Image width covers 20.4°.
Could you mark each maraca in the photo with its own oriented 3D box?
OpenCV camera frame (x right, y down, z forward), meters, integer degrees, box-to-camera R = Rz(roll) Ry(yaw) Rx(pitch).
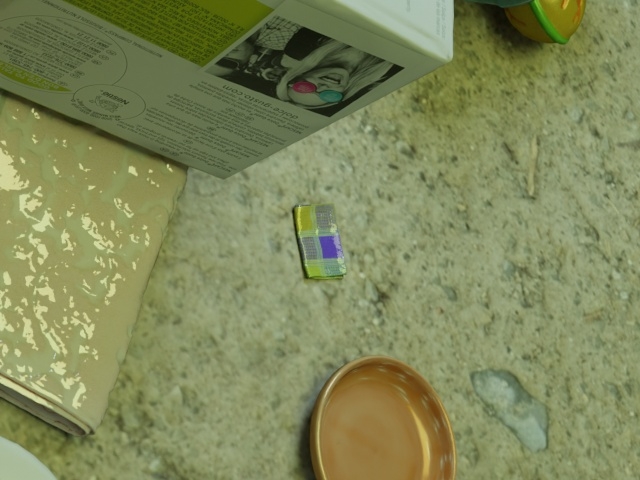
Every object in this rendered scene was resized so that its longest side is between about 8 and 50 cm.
[{"bbox_3d":[0.279,-0.303,2.191,0.127,0.099,0.185,67,21,-4],"label":"maraca"}]

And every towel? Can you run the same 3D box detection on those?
[{"bbox_3d":[0.000,0.000,1.898,0.060,0.009,0.083,1,76,-42],"label":"towel"},{"bbox_3d":[-0.280,-0.033,1.631,0.317,0.053,0.332,35,57,-29],"label":"towel"}]

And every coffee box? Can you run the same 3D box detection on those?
[{"bbox_3d":[-0.113,-0.305,1.618,0.338,0.334,0.338,21,59,-35],"label":"coffee box"}]

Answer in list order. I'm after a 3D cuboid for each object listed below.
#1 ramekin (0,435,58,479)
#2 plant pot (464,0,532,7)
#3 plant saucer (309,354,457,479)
[{"bbox_3d":[-0.318,0.281,1.438,0.277,0.135,0.277,15,67,-39],"label":"ramekin"},{"bbox_3d":[0.258,-0.443,2.013,0.334,0.341,0.341,-42,105,-42],"label":"plant pot"},{"bbox_3d":[0.061,0.221,1.864,0.200,0.037,0.200,14,68,-37],"label":"plant saucer"}]
